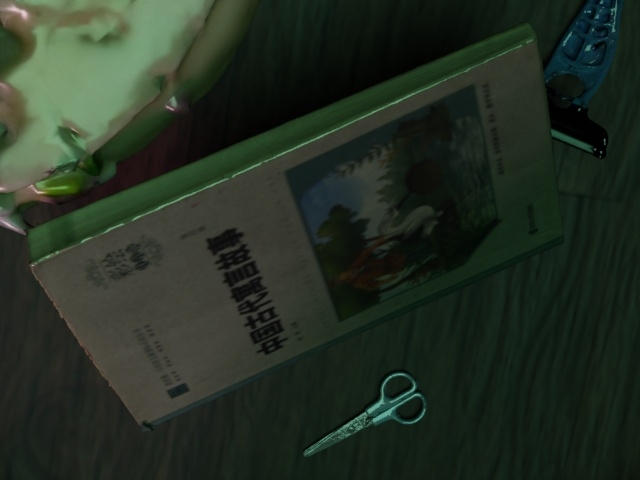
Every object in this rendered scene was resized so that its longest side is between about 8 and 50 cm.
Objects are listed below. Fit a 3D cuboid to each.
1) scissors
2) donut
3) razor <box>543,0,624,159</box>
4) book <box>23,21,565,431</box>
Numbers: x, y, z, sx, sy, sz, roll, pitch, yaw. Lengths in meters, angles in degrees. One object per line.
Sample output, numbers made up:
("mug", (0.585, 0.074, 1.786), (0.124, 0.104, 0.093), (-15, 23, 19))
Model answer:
("scissors", (0.025, 0.111, 1.026), (0.083, 0.006, 0.036), (-29, 106, 0))
("donut", (-0.178, -0.216, 0.827), (0.307, 0.150, 0.371), (-45, 108, 6))
("razor", (0.173, -0.178, 0.954), (0.082, 0.042, 0.253), (24, 102, 27))
("book", (0.000, 0.000, 0.921), (0.283, 0.025, 0.215), (-25, 147, -2))
